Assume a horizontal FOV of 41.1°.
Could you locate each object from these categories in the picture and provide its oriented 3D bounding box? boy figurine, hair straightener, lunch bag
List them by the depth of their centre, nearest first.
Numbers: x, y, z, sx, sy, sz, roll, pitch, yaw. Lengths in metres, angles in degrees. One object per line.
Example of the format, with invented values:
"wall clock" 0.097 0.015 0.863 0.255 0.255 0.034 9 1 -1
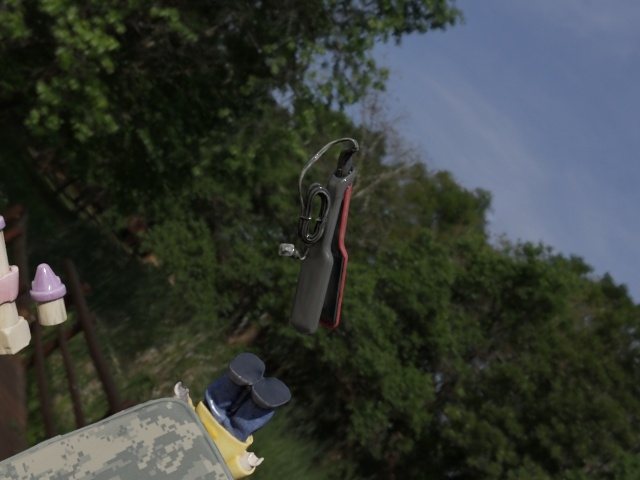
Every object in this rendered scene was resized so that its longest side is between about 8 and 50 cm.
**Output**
"lunch bag" -0.210 0.341 0.869 0.212 0.305 0.256 47 -29 40
"hair straightener" 0.000 0.000 0.918 0.047 0.089 0.230 29 -63 32
"boy figurine" -0.173 0.296 1.298 0.177 0.285 0.092 46 21 12

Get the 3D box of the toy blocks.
"toy blocks" -0.544 0.026 1.218 0.309 0.289 0.260 -43 131 -64
